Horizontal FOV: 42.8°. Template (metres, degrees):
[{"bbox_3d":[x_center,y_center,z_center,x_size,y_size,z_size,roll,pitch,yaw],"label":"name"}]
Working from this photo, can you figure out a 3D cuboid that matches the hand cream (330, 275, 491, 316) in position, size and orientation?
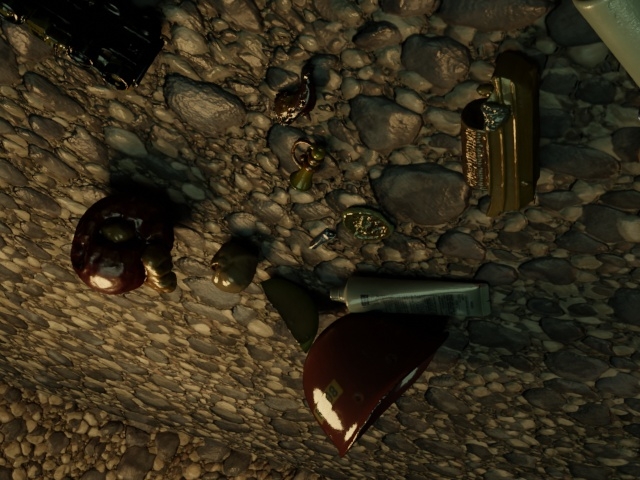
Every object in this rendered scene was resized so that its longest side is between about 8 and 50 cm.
[{"bbox_3d":[0.187,0.116,1.729,0.341,0.077,0.124,0,144,15],"label":"hand cream"}]

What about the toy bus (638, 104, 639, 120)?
[{"bbox_3d":[0.505,-0.183,1.089,0.153,0.051,0.061,-19,126,46],"label":"toy bus"}]

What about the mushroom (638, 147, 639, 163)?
[{"bbox_3d":[0.563,-0.121,1.113,0.108,0.096,0.247,-3,172,-40],"label":"mushroom"}]

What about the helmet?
[{"bbox_3d":[0.091,0.276,1.824,0.230,0.338,0.384,41,135,15],"label":"helmet"}]

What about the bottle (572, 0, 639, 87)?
[{"bbox_3d":[0.415,-0.239,0.989,0.245,0.104,0.104,41,143,-25],"label":"bottle"}]

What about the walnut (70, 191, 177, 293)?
[{"bbox_3d":[-0.408,0.025,1.767,0.244,0.221,0.269,30,163,-2],"label":"walnut"}]

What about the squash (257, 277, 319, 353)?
[{"bbox_3d":[-0.051,0.164,1.895,0.191,0.085,0.184,57,180,16],"label":"squash"}]

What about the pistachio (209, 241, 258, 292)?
[{"bbox_3d":[-0.192,0.063,1.811,0.113,0.113,0.149,17,166,4],"label":"pistachio"}]

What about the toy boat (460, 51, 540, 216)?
[{"bbox_3d":[0.270,-0.148,1.234,0.115,0.089,0.310,9,148,22],"label":"toy boat"}]

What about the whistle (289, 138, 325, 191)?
[{"bbox_3d":[-0.023,-0.143,1.466,0.046,0.057,0.109,-16,152,-31],"label":"whistle"}]

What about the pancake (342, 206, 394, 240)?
[{"bbox_3d":[0.089,-0.031,1.584,0.108,0.017,0.108,10,147,7],"label":"pancake"}]

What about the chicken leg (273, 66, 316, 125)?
[{"bbox_3d":[-0.036,-0.232,1.332,0.062,0.037,0.145,43,145,-11],"label":"chicken leg"}]

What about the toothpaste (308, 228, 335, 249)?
[{"bbox_3d":[0.000,0.000,1.680,0.027,0.019,0.083,45,140,-7],"label":"toothpaste"}]

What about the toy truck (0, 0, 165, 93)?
[{"bbox_3d":[-0.383,-0.337,1.277,0.257,0.127,0.127,31,161,-17],"label":"toy truck"}]
